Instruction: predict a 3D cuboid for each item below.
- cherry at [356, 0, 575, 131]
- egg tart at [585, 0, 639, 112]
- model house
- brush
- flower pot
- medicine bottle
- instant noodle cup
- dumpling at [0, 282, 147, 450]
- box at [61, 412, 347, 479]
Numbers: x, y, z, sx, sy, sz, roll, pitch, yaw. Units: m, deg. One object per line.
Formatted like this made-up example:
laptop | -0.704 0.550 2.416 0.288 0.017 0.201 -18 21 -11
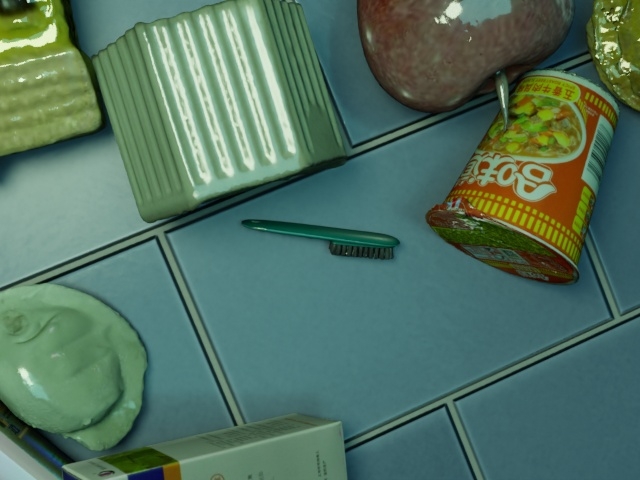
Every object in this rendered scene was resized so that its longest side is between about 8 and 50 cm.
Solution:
cherry | 0.161 -0.256 0.964 0.236 0.213 0.285 -17 80 -11
egg tart | 0.447 -0.269 1.072 0.241 0.106 0.241 0 89 -14
model house | -0.342 -0.192 0.918 0.193 0.175 0.234 -16 104 -10
brush | 0.000 0.000 1.032 0.193 0.043 0.032 6 107 -8
flower pot | -0.107 -0.139 0.923 0.209 0.239 0.189 -15 96 23
medicine bottle | -0.353 0.227 0.934 0.219 0.115 0.078 43 85 -8
instant noodle cup | 0.252 -0.082 1.013 0.193 0.193 0.212 27 79 -9
dumpling | -0.295 0.141 0.961 0.108 0.152 0.219 -28 110 32
box | -0.112 0.316 0.929 0.299 0.106 0.200 -6 91 -35
